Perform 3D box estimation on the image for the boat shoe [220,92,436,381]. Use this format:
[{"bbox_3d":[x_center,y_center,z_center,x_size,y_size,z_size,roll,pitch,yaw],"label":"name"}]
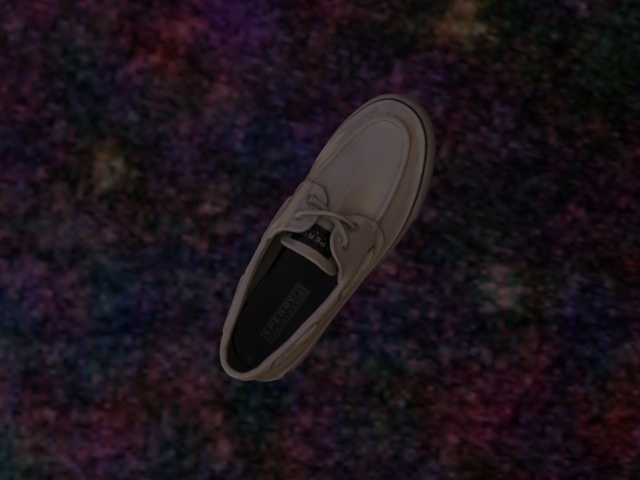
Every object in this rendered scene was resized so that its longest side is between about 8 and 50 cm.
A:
[{"bbox_3d":[0.000,0.000,1.383,0.096,0.088,0.267,38,101,8],"label":"boat shoe"}]
